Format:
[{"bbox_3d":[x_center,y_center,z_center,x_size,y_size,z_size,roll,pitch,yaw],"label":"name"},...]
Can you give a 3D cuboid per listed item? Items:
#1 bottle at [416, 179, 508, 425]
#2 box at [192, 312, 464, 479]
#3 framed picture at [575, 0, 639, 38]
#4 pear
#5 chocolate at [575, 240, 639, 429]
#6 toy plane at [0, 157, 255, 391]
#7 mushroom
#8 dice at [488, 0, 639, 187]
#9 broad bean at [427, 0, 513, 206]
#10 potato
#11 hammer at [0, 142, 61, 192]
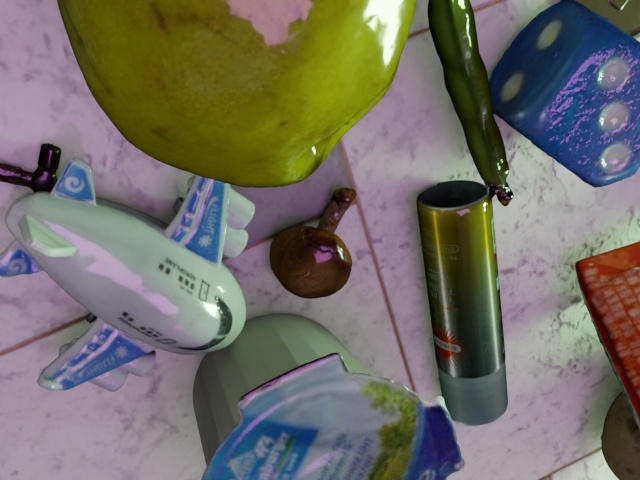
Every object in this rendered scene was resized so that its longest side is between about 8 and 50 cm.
[{"bbox_3d":[0.165,0.077,0.972,0.082,0.082,0.286,-17,116,-13],"label":"bottle"},{"bbox_3d":[-0.004,0.196,0.891,0.291,0.206,0.262,16,107,-26],"label":"box"},{"bbox_3d":[0.331,-0.268,0.929,0.149,0.011,0.109,-29,119,-7],"label":"framed picture"},{"bbox_3d":[-0.079,-0.224,0.656,0.287,0.287,0.375,-29,95,-7],"label":"pear"},{"bbox_3d":[0.442,0.109,0.984,0.234,0.237,0.108,-18,150,2],"label":"chocolate"},{"bbox_3d":[-0.175,0.033,0.806,0.266,0.122,0.267,-13,122,-22],"label":"toy plane"},{"bbox_3d":[-0.002,0.003,0.887,0.088,0.073,0.130,26,100,4],"label":"mushroom"},{"bbox_3d":[0.266,-0.150,0.874,0.146,0.143,0.146,27,109,-23],"label":"dice"},{"bbox_3d":[0.141,-0.156,0.822,0.043,0.060,0.297,-19,130,8],"label":"broad bean"},{"bbox_3d":[0.471,0.214,1.094,0.165,0.165,0.262,28,100,-27],"label":"potato"},{"bbox_3d":[-0.324,-0.077,0.767,0.178,0.021,0.065,15,105,-22],"label":"hammer"}]
